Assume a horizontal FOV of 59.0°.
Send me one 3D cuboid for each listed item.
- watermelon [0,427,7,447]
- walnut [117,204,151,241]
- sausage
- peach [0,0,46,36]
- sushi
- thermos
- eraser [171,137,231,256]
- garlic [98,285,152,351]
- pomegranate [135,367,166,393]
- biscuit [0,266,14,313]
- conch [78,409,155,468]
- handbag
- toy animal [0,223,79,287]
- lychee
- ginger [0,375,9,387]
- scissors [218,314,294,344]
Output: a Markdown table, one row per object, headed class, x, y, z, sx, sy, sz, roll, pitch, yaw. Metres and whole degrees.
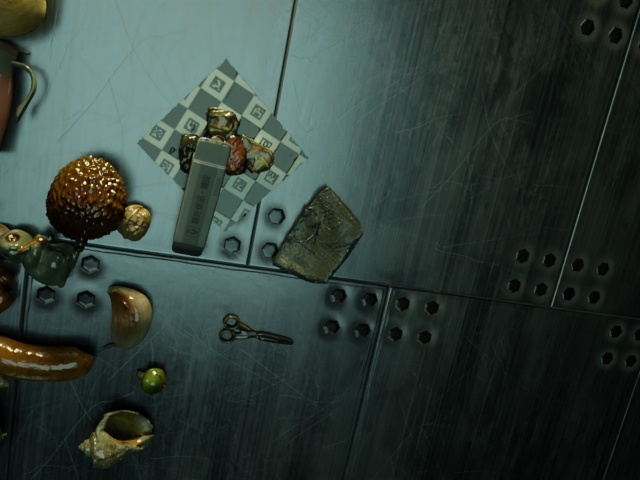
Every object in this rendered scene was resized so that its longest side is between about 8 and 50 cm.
| class | x | y | z | sx | sy | sz | roll | pitch | yaw |
| --- | --- | --- | --- | --- | --- | --- | --- | --- | --- |
| watermelon | -0.932 | 0.519 | 1.418 | 0.242 | 0.242 | 0.243 | -3 | 105 | -12 |
| walnut | -0.483 | -0.044 | 1.461 | 0.079 | 0.082 | 0.096 | 34 | 96 | 10 |
| sausage | -0.739 | 0.313 | 1.479 | 0.270 | 0.109 | 0.109 | 10 | 102 | -15 |
| peach | -0.712 | -0.551 | 1.207 | 0.232 | 0.232 | 0.233 | -3 | 105 | -12 |
| sushi | -0.247 | -0.233 | 1.469 | 0.320 | 0.069 | 0.339 | -41 | 109 | 0 |
| thermos | -0.762 | -0.331 | 1.293 | 0.176 | 0.146 | 0.265 | 22 | 94 | -17 |
| eraser | -0.310 | -0.101 | 1.452 | 0.089 | 0.061 | 0.352 | 12 | 116 | -16 |
| garlic | -0.525 | 0.224 | 1.525 | 0.128 | 0.090 | 0.198 | 13 | 108 | 0 |
| pomegranate | -0.475 | 0.394 | 1.580 | 0.084 | 0.073 | 0.073 | -11 | 107 | 8 |
| biscuit | -0.948 | 0.114 | 1.378 | 0.312 | 0.110 | 0.318 | -38 | 109 | -3 |
| conch | -0.558 | 0.544 | 1.565 | 0.207 | 0.130 | 0.155 | 0 | 118 | -27 |
| handbag | 0.000 | 0.000 | 1.585 | 0.175 | 0.089 | 0.270 | 35 | 94 | -10 |
| toy animal | -0.733 | 0.033 | 1.406 | 0.236 | 0.108 | 0.138 | 15 | 101 | -15 |
| lychee | -0.563 | -0.087 | 1.368 | 0.200 | 0.200 | 0.238 | 2 | 74 | -13 |
| ginger | -0.931 | 0.338 | 1.427 | 0.258 | 0.149 | 0.065 | 14 | 64 | -13 |
| scissors | -0.182 | 0.276 | 1.642 | 0.220 | 0.017 | 0.088 | 15 | 100 | -17 |
